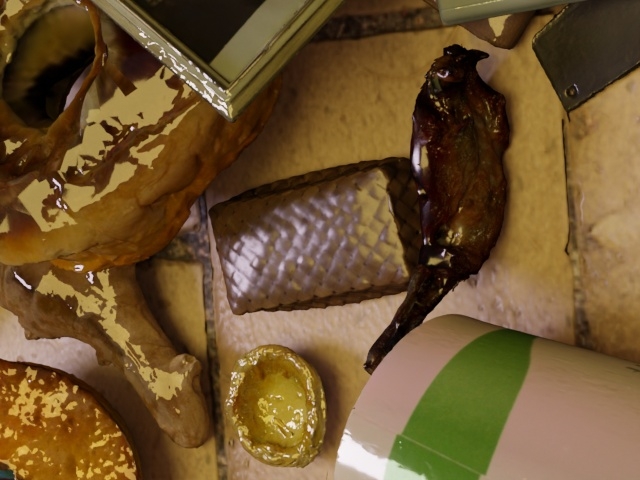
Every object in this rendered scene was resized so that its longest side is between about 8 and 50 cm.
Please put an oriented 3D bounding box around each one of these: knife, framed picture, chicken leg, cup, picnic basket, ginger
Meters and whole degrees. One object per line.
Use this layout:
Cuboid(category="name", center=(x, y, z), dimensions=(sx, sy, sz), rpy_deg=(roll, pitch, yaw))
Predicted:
Cuboid(category="knife", center=(0.244, -0.176, 0.972), dimensions=(0.245, 0.019, 0.072), rpy_deg=(-33, 77, 34))
Cuboid(category="framed picture", center=(-0.039, -0.253, 1.037), dimensions=(0.231, 0.018, 0.293), rpy_deg=(41, 87, 27))
Cuboid(category="chicken leg", center=(0.087, -0.013, 1.040), dimensions=(0.051, 0.106, 0.253), rpy_deg=(9, 86, 38))
Cuboid(category="cup", center=(0.167, 0.174, 0.947), dimensions=(0.274, 0.253, 0.253), rpy_deg=(22, 108, 36))
Cuboid(category="picnic basket", center=(0.000, 0.000, 1.133), dimensions=(0.193, 0.055, 0.110), rpy_deg=(-12, 90, 32))
Cuboid(category="ginger", center=(-0.204, 0.044, 1.261), dimensions=(0.148, 0.081, 0.333), rpy_deg=(-47, 72, 12))

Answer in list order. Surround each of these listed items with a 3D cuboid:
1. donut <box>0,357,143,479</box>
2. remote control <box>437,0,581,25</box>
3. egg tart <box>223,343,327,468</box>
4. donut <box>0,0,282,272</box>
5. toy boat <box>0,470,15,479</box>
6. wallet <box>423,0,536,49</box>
Cuboid(category="donut", center=(-0.238, 0.180, 1.256), dimensions=(0.259, 0.101, 0.152), rpy_deg=(38, 99, 1))
Cuboid(category="remote control", center=(0.155, -0.188, 0.990), dimensions=(0.162, 0.029, 0.061), rpy_deg=(-8, 104, 25))
Cuboid(category="egg tart", center=(-0.029, 0.133, 1.177), dimensions=(0.105, 0.039, 0.105), rpy_deg=(5, 99, 33))
Cuboid(category="donut", center=(-0.181, -0.122, 1.154), dimensions=(0.330, 0.160, 0.330), rpy_deg=(-12, 66, 28))
Cuboid(category="toy boat", center=(-0.449, 0.166, 1.439), dimensions=(0.392, 0.079, 0.136), rpy_deg=(7, 99, 29))
Cuboid(category="wallet", center=(0.127, -0.226, 1.030), dimensions=(0.118, 0.039, 0.152), rpy_deg=(38, 116, 21))
